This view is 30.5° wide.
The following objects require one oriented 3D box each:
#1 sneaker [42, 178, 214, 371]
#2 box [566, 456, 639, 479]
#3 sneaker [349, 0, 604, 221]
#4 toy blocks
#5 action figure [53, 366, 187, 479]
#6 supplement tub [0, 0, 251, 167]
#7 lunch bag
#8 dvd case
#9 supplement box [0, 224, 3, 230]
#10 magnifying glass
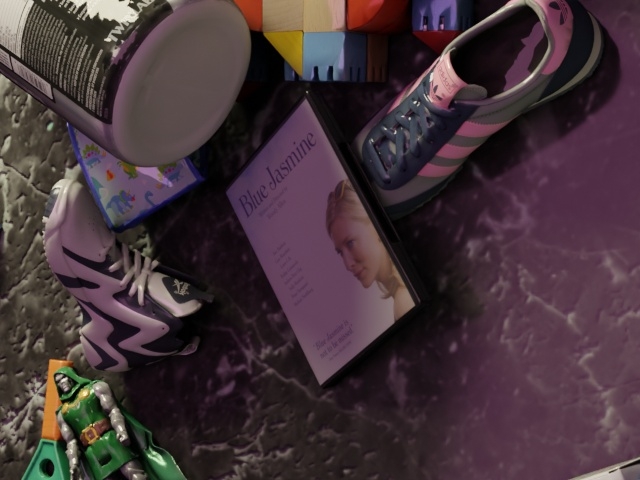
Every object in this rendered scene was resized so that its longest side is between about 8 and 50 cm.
[{"bbox_3d":[-0.193,0.036,1.247,0.153,0.094,0.235,-4,114,14],"label":"sneaker"},{"bbox_3d":[0.202,0.332,0.997,0.262,0.127,0.231,-29,70,33],"label":"box"},{"bbox_3d":[0.114,-0.130,1.123,0.319,0.131,0.112,-40,69,20],"label":"sneaker"},{"bbox_3d":[0.007,-0.271,1.192,0.381,0.191,0.261,3,97,28],"label":"toy blocks"},{"bbox_3d":[-0.233,0.237,1.293,0.137,0.063,0.232,-38,70,9],"label":"action figure"},{"bbox_3d":[-0.240,-0.226,1.195,0.316,0.193,0.193,36,100,28],"label":"supplement tub"},{"bbox_3d":[-0.196,-0.099,1.299,0.129,0.096,0.151,-30,61,20],"label":"lunch bag"},{"bbox_3d":[0.000,0.000,1.188,0.180,0.022,0.253,-46,63,42],"label":"dvd case"},{"bbox_3d":[-0.451,-0.014,1.424,0.083,0.083,0.056,-42,68,17],"label":"supplement box"},{"bbox_3d":[-0.312,0.254,1.353,0.092,0.026,0.231,4,84,28],"label":"magnifying glass"}]
